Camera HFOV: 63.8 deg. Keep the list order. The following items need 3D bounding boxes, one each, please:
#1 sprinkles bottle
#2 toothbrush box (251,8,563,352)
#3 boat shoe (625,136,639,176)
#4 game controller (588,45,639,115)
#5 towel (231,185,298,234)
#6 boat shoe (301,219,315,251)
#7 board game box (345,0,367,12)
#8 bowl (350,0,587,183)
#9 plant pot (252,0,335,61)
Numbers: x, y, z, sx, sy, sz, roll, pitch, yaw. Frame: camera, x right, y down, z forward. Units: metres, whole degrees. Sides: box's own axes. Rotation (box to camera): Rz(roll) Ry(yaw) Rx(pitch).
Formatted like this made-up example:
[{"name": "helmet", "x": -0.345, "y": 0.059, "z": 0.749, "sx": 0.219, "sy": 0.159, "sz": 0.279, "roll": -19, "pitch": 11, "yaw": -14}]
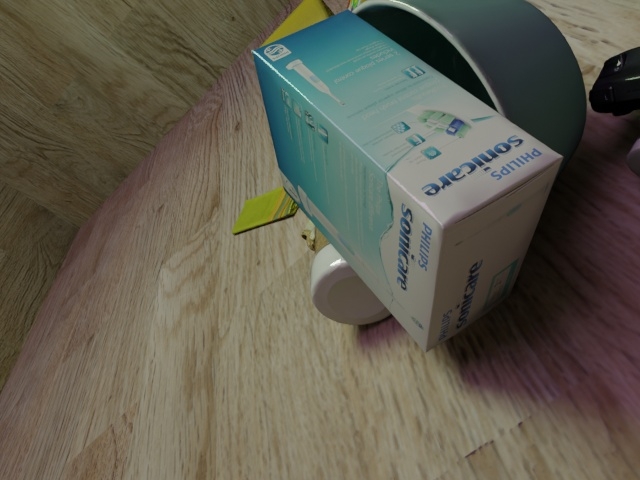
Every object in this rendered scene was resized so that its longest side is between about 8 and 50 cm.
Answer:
[{"name": "sprinkles bottle", "x": 0.049, "y": -0.043, "z": 0.778, "sx": 0.121, "sy": 0.121, "sz": 0.355, "roll": -35, "pitch": 32, "yaw": 26}, {"name": "toothbrush box", "x": 0.068, "y": -0.065, "z": 0.537, "sx": 0.126, "sy": 0.216, "sz": 0.295, "roll": -29, "pitch": 54, "yaw": -15}, {"name": "boat shoe", "x": 0.369, "y": -0.088, "z": 0.421, "sx": 0.070, "sy": 0.078, "sz": 0.219, "roll": -55, "pitch": 26, "yaw": -8}, {"name": "game controller", "x": 0.413, "y": -0.170, "z": 0.441, "sx": 0.167, "sy": 0.067, "sz": 0.319, "roll": -24, "pitch": 16, "yaw": -30}, {"name": "towel", "x": -0.120, "y": -0.077, "z": 1.163, "sx": 0.237, "sy": 0.021, "sz": 0.102, "roll": -15, "pitch": 43, "yaw": 47}, {"name": "boat shoe", "x": 0.000, "y": 0.000, "z": 0.878, "sx": 0.045, "sy": 0.050, "sz": 0.135, "roll": -53, "pitch": 18, "yaw": 3}, {"name": "board game box", "x": 0.160, "y": -0.566, "z": 1.097, "sx": 0.142, "sy": 0.145, "sz": 0.275, "roll": -93, "pitch": 20, "yaw": -52}, {"name": "bowl", "x": 0.173, "y": -0.152, "z": 0.596, "sx": 0.163, "sy": 0.311, "sz": 0.311, "roll": -30, "pitch": 26, "yaw": -13}, {"name": "plant pot", "x": 0.000, "y": -0.399, "z": 1.203, "sx": 0.212, "sy": 0.212, "sz": 0.187, "roll": -41, "pitch": 42, "yaw": 17}]
